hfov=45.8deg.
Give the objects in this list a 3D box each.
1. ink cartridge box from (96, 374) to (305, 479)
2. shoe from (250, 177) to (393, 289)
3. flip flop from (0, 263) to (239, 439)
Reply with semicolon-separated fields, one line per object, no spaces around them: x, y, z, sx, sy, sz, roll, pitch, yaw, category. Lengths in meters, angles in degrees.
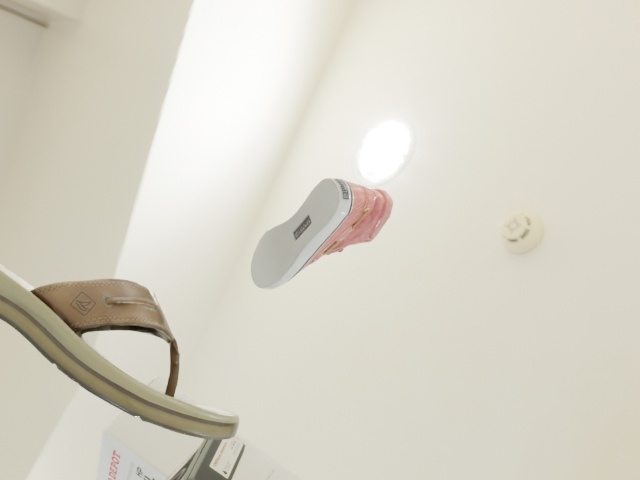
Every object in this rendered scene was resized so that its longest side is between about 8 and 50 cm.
-0.225;0.485;1.445;0.395;0.166;0.285;33;-44;10;ink cartridge box
0.000;0.000;0.821;0.178;0.081;0.063;-45;-128;38;shoe
-0.165;0.052;0.534;0.080;0.277;0.112;-53;-173;-17;flip flop
